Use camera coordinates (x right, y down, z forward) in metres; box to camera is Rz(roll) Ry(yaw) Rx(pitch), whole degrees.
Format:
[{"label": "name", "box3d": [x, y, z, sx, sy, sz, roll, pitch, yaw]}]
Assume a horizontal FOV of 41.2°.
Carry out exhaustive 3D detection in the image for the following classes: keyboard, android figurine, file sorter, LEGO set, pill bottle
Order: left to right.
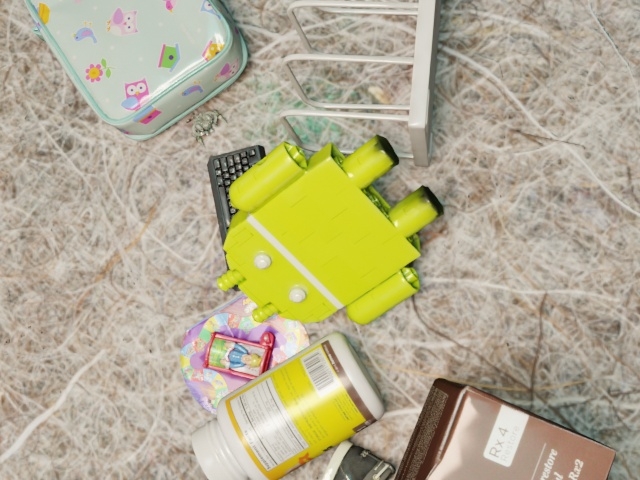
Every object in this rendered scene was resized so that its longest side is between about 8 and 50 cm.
[{"label": "LEGO set", "box3d": [-0.153, -0.166, 1.118, 0.054, 0.023, 0.083, -15, 81, 4]}, {"label": "keyboard", "box3d": [-0.080, -0.032, 1.092, 0.108, 0.023, 0.180, -13, 82, 4]}, {"label": "pill bottle", "box3d": [-0.040, 0.208, 1.004, 0.215, 0.117, 0.117, -31, 80, 2]}, {"label": "android figurine", "box3d": [0.000, 0.000, 1.000, 0.273, 0.056, 0.248, -35, 114, 20]}, {"label": "file sorter", "box3d": [0.055, -0.248, 1.023, 0.173, 0.193, 0.277, 4, 83, 10]}]

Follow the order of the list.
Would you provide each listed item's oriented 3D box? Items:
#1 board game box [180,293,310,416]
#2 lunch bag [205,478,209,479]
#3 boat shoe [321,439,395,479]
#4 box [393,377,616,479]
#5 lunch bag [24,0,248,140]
[{"label": "board game box", "box3d": [-0.098, 0.142, 1.065, 0.169, 0.033, 0.133, -32, 80, 1]}, {"label": "lunch bag", "box3d": [-0.143, 0.331, 1.027, 0.098, 0.065, 0.067, -35, 80, 1]}, {"label": "boat shoe", "box3d": [0.012, 0.355, 0.997, 0.079, 0.084, 0.233, 24, 83, 10]}, {"label": "box", "box3d": [0.153, 0.248, 0.844, 0.143, 0.381, 0.191, 22, 85, 9]}, {"label": "lunch bag", "box3d": [-0.245, -0.282, 1.100, 0.224, 0.108, 0.279, -36, 76, 7]}]
